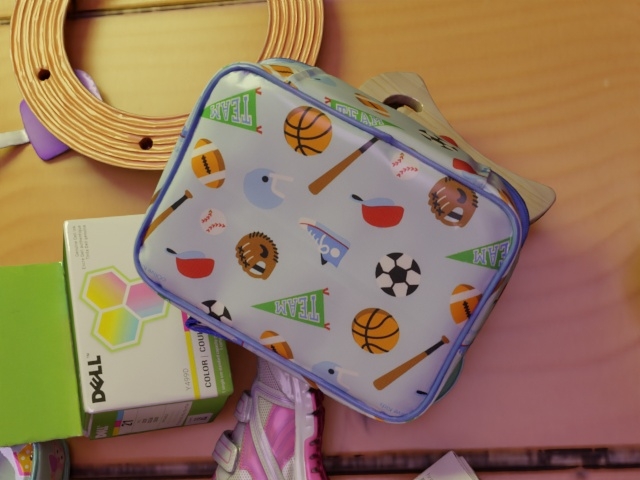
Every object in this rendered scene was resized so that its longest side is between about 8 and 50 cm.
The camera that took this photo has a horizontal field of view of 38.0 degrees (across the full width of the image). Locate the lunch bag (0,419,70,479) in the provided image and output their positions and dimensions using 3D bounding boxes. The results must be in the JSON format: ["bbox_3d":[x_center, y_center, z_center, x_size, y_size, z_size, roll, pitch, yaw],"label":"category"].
[{"bbox_3d":[-0.392,0.270,0.889,0.279,0.108,0.224,3,81,8],"label":"lunch bag"}]

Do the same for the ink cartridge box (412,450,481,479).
[{"bbox_3d":[0.081,0.325,0.786,0.237,0.100,0.172,-37,109,-2],"label":"ink cartridge box"}]

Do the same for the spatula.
[{"bbox_3d":[-0.371,-0.096,0.995,0.297,0.030,0.084,-24,76,-3],"label":"spatula"}]

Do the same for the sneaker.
[{"bbox_3d":[-0.051,0.187,0.864,0.111,0.103,0.252,-8,77,4],"label":"sneaker"}]

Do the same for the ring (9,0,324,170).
[{"bbox_3d":[-0.163,-0.228,0.988,0.337,0.032,0.336,-1,74,4],"label":"ring"}]

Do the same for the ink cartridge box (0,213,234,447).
[{"bbox_3d":[-0.225,0.083,0.852,0.255,0.097,0.188,-5,67,-19],"label":"ink cartridge box"}]

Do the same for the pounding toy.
[{"bbox_3d":[0.077,-0.053,0.916,0.270,0.155,0.154,27,54,3],"label":"pounding toy"}]

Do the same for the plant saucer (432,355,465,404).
[{"bbox_3d":[0.081,0.107,0.905,0.119,0.021,0.119,-2,78,8],"label":"plant saucer"}]

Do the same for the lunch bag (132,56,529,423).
[{"bbox_3d":[0.000,0.000,0.777,0.303,0.115,0.243,30,109,8],"label":"lunch bag"}]
